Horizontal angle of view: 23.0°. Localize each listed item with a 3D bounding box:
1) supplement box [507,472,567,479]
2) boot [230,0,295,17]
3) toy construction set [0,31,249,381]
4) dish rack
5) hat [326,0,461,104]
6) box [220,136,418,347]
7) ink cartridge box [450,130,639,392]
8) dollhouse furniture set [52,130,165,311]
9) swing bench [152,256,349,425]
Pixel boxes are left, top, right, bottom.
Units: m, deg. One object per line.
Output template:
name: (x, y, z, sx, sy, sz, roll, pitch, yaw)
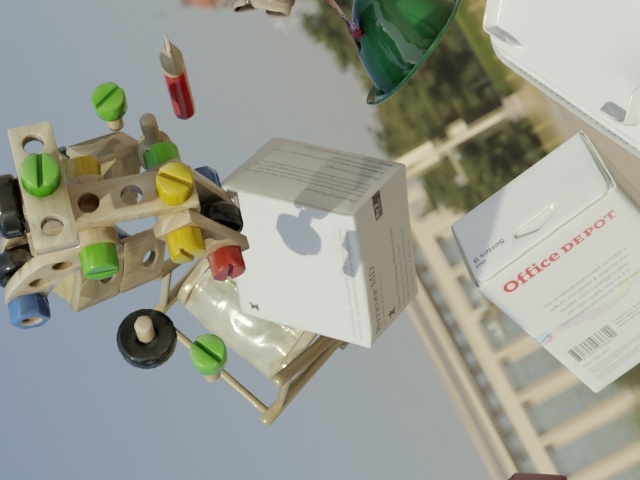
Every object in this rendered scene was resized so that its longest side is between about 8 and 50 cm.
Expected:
supplement box: (0.269, 0.395, 1.949, 0.104, 0.081, 0.188, -28, -73, -45)
boot: (-0.027, -0.239, 1.382, 0.042, 0.118, 0.087, 24, -110, -58)
toy construction set: (-0.191, -0.062, 1.486, 0.237, 0.257, 0.309, 85, -164, -64)
dish rack: (0.236, -0.227, 1.301, 0.333, 0.072, 0.285, -131, 43, -55)
hat: (0.044, -0.275, 1.788, 0.183, 0.173, 0.208, 35, 162, -12)
box: (0.000, 0.000, 1.758, 0.119, 0.182, 0.181, -45, -42, -42)
ink cartridge box: (0.245, 0.023, 1.441, 0.212, 0.154, 0.093, 38, -159, -40)
dollhouse furniture set: (-0.250, -0.046, 1.705, 0.129, 0.184, 0.129, 30, -145, 32)
swing bench: (-0.079, 0.082, 2.309, 0.253, 0.254, 0.165, 40, 152, 12)
